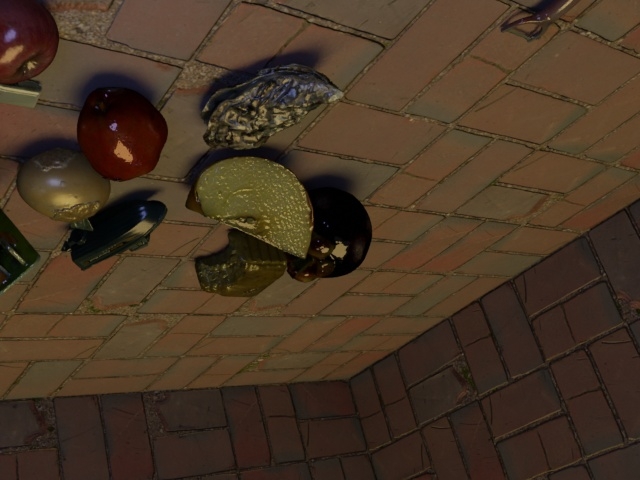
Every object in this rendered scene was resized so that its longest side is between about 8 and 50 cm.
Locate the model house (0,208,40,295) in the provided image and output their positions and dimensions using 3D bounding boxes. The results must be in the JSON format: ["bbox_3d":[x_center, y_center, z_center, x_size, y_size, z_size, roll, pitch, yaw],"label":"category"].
[{"bbox_3d":[-0.806,-0.046,1.577,0.242,0.357,0.313,-41,138,-12],"label":"model house"}]

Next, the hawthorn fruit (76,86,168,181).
[{"bbox_3d":[-0.409,-0.226,1.564,0.185,0.185,0.202,-17,151,0],"label":"hawthorn fruit"}]

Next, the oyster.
[{"bbox_3d":[-0.111,-0.292,1.666,0.350,0.158,0.162,-13,-167,24],"label":"oyster"}]

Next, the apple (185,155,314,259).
[{"bbox_3d":[-0.169,-0.086,1.964,0.346,0.179,0.254,24,145,-22],"label":"apple"}]

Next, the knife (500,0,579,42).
[{"bbox_3d":[0.537,-0.525,1.680,0.123,0.053,0.278,-1,153,-42],"label":"knife"}]

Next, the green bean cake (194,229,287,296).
[{"bbox_3d":[-0.239,0.077,2.360,0.232,0.124,0.236,8,146,-42],"label":"green bean cake"}]

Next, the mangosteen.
[{"bbox_3d":[0.000,0.000,2.147,0.302,0.275,0.275,-50,177,-37],"label":"mangosteen"}]

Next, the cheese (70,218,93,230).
[{"bbox_3d":[-0.597,-0.073,1.905,0.067,0.026,0.121,11,134,4],"label":"cheese"}]

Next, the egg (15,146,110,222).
[{"bbox_3d":[-0.565,-0.121,1.700,0.201,0.164,0.164,7,147,-33],"label":"egg"}]

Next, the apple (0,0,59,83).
[{"bbox_3d":[-0.519,-0.342,1.299,0.153,0.120,0.153,-38,178,-2],"label":"apple"}]

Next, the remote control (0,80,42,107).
[{"bbox_3d":[-0.624,-0.289,1.471,0.166,0.029,0.065,4,149,-37],"label":"remote control"}]

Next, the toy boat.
[{"bbox_3d":[-0.515,-0.024,1.987,0.296,0.114,0.122,-24,148,17],"label":"toy boat"}]
